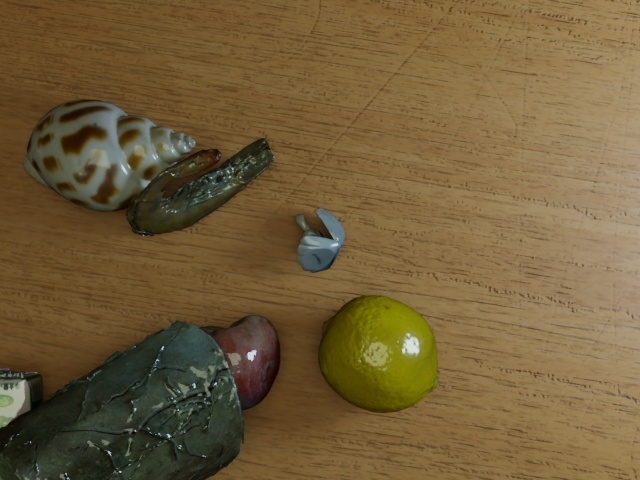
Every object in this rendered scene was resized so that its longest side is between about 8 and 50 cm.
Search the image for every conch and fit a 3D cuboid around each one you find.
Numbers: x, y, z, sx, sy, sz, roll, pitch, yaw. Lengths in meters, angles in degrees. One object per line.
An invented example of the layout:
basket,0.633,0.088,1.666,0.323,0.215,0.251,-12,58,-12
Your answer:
conch,-0.331,-0.136,1.905,0.274,0.149,0.183,-2,84,-4

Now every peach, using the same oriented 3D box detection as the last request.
peach,-0.135,0.196,1.914,0.152,0.152,0.152,0,87,-2

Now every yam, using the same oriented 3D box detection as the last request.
yam,-0.298,0.295,1.809,0.348,0.241,0.241,-28,89,-23

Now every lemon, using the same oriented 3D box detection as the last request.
lemon,0.094,0.177,1.896,0.203,0.178,0.178,27,87,1

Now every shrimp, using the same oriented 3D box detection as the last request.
shrimp,-0.194,-0.091,1.907,0.253,0.173,0.058,-35,64,2

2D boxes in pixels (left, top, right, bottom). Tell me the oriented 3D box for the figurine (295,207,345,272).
figurine,0.000,0.000,1.953,0.082,0.086,0.094,-25,131,11

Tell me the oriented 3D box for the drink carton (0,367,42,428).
drink carton,-0.516,0.335,1.897,0.161,0.108,0.271,-3,87,-2
